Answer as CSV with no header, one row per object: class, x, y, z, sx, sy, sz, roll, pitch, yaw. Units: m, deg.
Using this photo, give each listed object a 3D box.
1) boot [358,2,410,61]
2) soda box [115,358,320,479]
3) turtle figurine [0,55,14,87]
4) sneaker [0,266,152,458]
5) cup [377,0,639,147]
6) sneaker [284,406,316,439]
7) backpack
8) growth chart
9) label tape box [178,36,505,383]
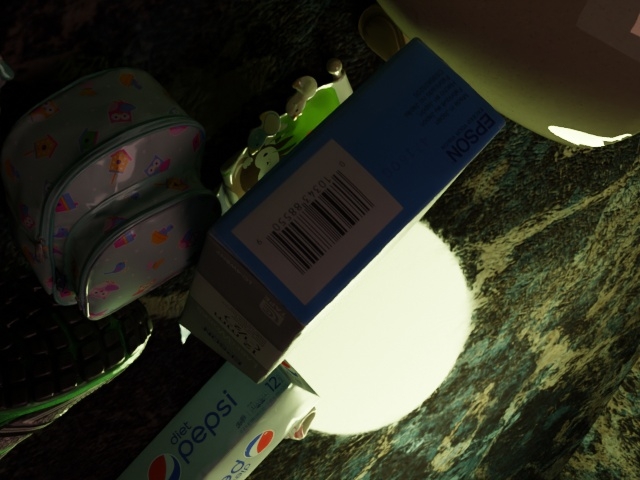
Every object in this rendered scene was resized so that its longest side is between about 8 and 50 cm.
boot,0.120,-0.228,1.104,0.152,0.073,0.197,-44,163,-3
soda box,-0.139,0.261,1.371,0.286,0.091,0.098,-47,151,2
turtle figurine,-0.168,-0.182,0.624,0.175,0.234,0.118,-39,117,12
sneaker,-0.310,0.138,0.971,0.344,0.134,0.146,-27,154,-15
cup,0.164,-0.263,0.907,0.237,0.331,0.331,12,122,-26
sneaker,-0.064,0.255,1.486,0.134,0.070,0.051,-38,153,-12
backpack,-0.167,-0.040,0.885,0.166,0.144,0.188,-29,148,-24
growth chart,-0.043,-0.073,1.139,0.237,0.021,0.172,-46,151,-1
label tape box,0.000,0.000,0.997,0.249,0.115,0.347,-45,174,-21
